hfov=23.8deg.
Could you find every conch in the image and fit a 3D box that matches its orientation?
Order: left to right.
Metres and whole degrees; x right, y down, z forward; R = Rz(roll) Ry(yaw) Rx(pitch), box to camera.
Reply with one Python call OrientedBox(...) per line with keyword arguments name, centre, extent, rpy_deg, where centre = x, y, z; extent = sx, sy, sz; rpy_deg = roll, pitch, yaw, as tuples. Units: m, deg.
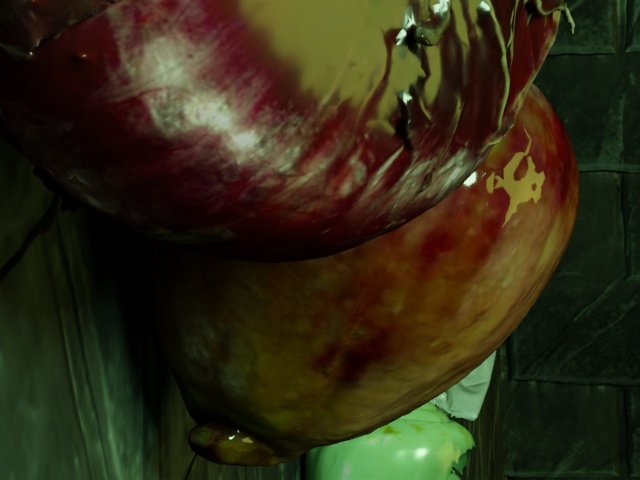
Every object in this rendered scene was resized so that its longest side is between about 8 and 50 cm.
OrientedBox(name="conch", centre=(0.058, 0.241, 1.227), extent=(0.143, 0.137, 0.251), rpy_deg=(-36, 125, -72))

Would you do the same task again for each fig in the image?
OrientedBox(name="fig", centre=(0.007, -0.011, 0.790), extent=(0.263, 0.224, 0.224), rpy_deg=(-56, -168, 37))

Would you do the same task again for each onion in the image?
OrientedBox(name="onion", centre=(-0.040, -0.142, 0.569), extent=(0.314, 0.232, 0.314), rpy_deg=(16, 70, -52))

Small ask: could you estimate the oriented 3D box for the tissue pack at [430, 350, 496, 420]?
OrientedBox(name="tissue pack", centre=(0.084, 0.068, 1.344), extent=(0.229, 0.145, 0.159), rpy_deg=(-77, 163, -49))
